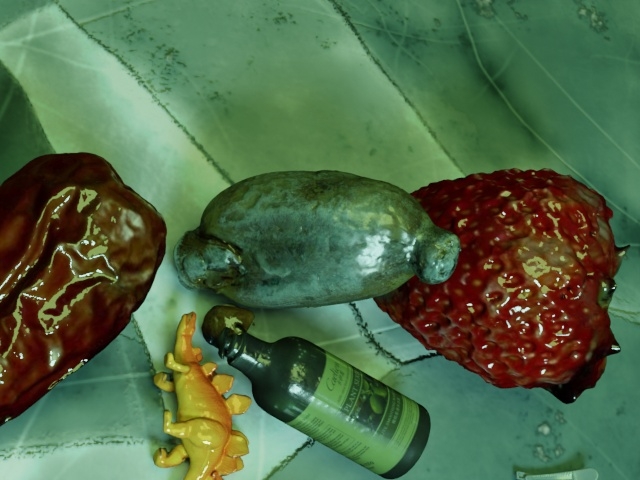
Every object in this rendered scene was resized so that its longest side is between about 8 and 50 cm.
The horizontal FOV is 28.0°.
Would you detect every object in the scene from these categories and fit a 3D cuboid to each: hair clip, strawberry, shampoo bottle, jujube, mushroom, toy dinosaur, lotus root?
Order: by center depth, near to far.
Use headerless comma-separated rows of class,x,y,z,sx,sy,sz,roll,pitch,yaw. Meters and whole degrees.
jujube,-0.324,0.055,1.430,0.216,0.216,0.342,36,69,-5
toy dinosaur,-0.135,0.223,1.500,0.117,0.070,0.288,4,69,-22
shampoo bottle,-0.004,0.182,1.529,0.284,0.101,0.101,31,57,-19
lotus root,0.001,-0.001,1.556,0.350,0.175,0.175,-1,61,15
mushroom,-0.062,0.133,1.584,0.187,0.060,0.061,30,42,-18
strawberry,0.229,0.035,1.629,0.310,0.292,0.291,24,59,-19
hair clip,0.308,0.310,1.671,0.115,0.039,0.030,-1,61,-22
